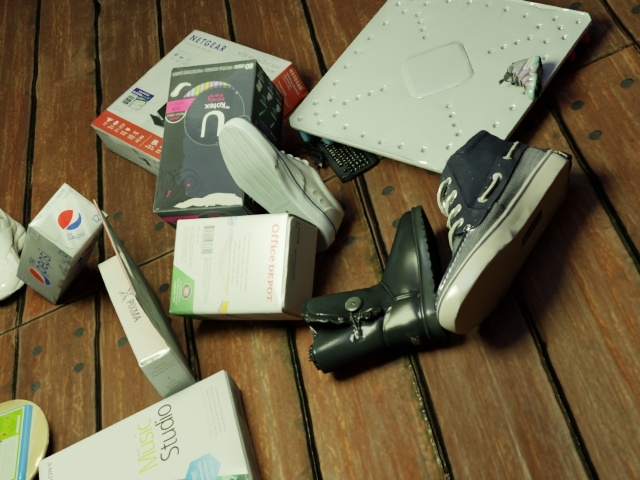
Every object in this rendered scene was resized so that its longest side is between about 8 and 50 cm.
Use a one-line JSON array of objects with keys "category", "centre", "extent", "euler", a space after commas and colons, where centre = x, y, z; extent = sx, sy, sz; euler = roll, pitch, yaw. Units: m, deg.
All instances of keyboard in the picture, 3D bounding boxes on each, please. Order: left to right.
[{"category": "keyboard", "centre": [0.020, -0.167, 1.947], "extent": [0.100, 0.038, 0.192], "euler": [-33, 39, -2]}]

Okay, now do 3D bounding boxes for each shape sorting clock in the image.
[{"category": "shape sorting clock", "centre": [-0.511, 0.344, 1.755], "extent": [0.206, 0.040, 0.206], "euler": [-16, 46, 17]}]

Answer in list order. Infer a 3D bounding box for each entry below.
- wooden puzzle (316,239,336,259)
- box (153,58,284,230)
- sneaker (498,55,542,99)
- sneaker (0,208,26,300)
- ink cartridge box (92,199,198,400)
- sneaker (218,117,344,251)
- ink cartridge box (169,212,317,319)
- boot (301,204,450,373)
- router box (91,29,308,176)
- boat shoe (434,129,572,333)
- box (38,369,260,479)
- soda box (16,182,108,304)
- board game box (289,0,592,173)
[{"category": "wooden puzzle", "centre": [0.000, 0.000, 1.813], "extent": [0.049, 0.006, 0.083], "euler": [-23, 41, 10]}, {"category": "box", "centre": [-0.167, -0.150, 1.887], "extent": [0.165, 0.143, 0.270], "euler": [-4, 68, 18]}, {"category": "sneaker", "centre": [0.316, -0.253, 1.775], "extent": [0.069, 0.038, 0.098], "euler": [-6, 40, 21]}, {"category": "sneaker", "centre": [-0.614, 0.019, 2.090], "extent": [0.090, 0.115, 0.232], "euler": [-28, 40, 4]}, {"category": "ink cartridge box", "centre": [-0.286, 0.100, 1.708], "extent": [0.060, 0.239, 0.275], "euler": [-31, 40, -4]}, {"category": "sneaker", "centre": [-0.060, -0.099, 1.766], "extent": [0.094, 0.258, 0.091], "euler": [-20, 27, 40]}, {"category": "ink cartridge box", "centre": [-0.119, 0.044, 1.735], "extent": [0.212, 0.093, 0.154], "euler": [-4, 76, 31]}, {"category": "boot", "centre": [0.073, 0.068, 1.630], "extent": [0.207, 0.094, 0.246], "euler": [-14, 49, 14]}, {"category": "router box", "centre": [-0.239, -0.254, 2.160], "extent": [0.301, 0.082, 0.335], "euler": [-46, 42, -17]}, {"category": "boat shoe", "centre": [0.216, -0.019, 1.590], "extent": [0.158, 0.127, 0.340], "euler": [24, 54, 26]}, {"category": "box", "centre": [-0.246, 0.344, 1.579], "extent": [0.322, 0.058, 0.232], "euler": [-28, 40, 5]}, {"category": "soda box", "centre": [-0.442, 0.011, 1.889], "extent": [0.098, 0.091, 0.286], "euler": [-55, 5, -26]}, {"category": "board game box", "centre": [0.204, -0.274, 1.900], "extent": [0.390, 0.050, 0.390], "euler": [20, 61, 36]}]
